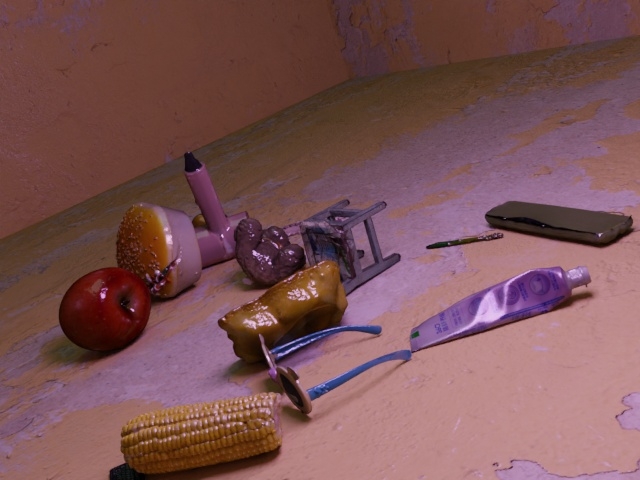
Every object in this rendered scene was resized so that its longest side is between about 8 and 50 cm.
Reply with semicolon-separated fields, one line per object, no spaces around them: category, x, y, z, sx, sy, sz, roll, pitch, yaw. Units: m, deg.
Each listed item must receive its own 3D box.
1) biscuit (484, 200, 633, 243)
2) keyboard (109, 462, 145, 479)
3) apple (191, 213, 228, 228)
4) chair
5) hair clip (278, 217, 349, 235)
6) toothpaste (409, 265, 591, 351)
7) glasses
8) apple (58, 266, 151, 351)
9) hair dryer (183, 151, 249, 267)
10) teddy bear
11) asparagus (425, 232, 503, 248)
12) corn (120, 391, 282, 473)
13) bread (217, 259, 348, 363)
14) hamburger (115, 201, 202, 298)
biscuit;0.448;-0.037;1.494;0.099;0.038;0.322;-24;18;-25
keyboard;-0.277;0.360;1.112;0.053;0.010;0.155;-22;18;-12
apple;-0.295;-0.030;2.085;0.114;0.102;0.099;-14;18;10
chair;0.015;0.029;1.558;0.270;0.147;0.136;-29;22;-32
hair clip;-0.014;-0.039;1.950;0.226;0.034;0.072;-7;18;36
toothpaste;0.283;0.107;1.234;0.301;0.048;0.075;-22;45;12
glasses;0.023;0.204;1.228;0.221;0.088;0.189;-4;12;-20
apple;-0.456;0.145;1.635;0.168;0.181;0.181;-9;20;43
hair dryer;-0.285;-0.082;1.874;0.189;0.344;0.107;-18;44;-1
teddy bear;-0.119;0.028;1.738;0.177;0.140;0.190;27;16;3
asparagus;0.293;0.001;1.574;0.166;0.013;0.016;-10;31;27
corn;-0.169;0.279;1.109;0.244;0.093;0.093;-13;19;15
bread;-0.053;0.132;1.342;0.233;0.161;0.088;-34;66;-8
hamburger;-0.400;0.021;1.855;0.151;0.227;0.295;-11;10;-28
